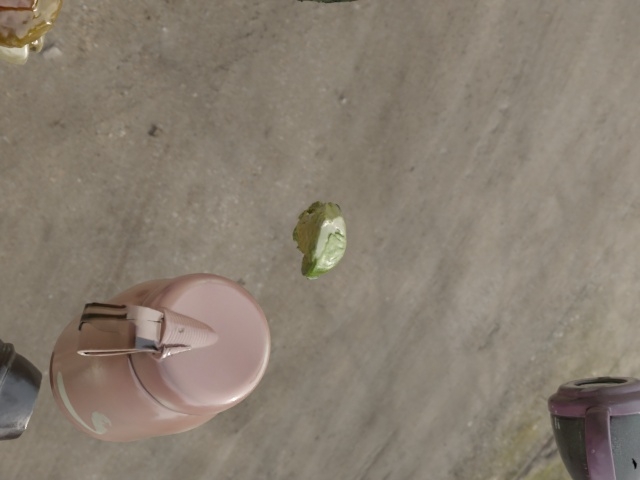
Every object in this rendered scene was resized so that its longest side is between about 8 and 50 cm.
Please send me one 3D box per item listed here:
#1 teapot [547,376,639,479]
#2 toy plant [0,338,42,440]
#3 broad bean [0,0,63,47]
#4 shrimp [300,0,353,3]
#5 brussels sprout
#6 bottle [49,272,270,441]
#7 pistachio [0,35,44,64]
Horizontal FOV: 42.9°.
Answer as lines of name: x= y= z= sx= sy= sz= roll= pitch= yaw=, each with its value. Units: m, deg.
teapot: x=0.309 y=0.221 z=0.852 sx=0.116 sy=0.148 sz=0.145 roll=-6 pitch=86 yaw=-6
toy plant: x=-0.590 y=0.231 z=1.347 sx=0.235 sy=0.218 sz=0.175 roll=26 pitch=104 yaw=-22
broad bean: x=-0.363 y=-0.320 z=0.870 sx=0.156 sy=0.122 sz=0.228 roll=-28 pitch=109 yaw=10
shrimp: x=0.106 y=-0.519 z=1.371 sx=0.085 sy=0.445 sz=0.271 roll=36 pitch=51 yaw=-58
brussels sprout: x=0.003 y=0.000 z=1.562 sx=0.101 sy=0.139 sz=0.181 roll=17 pitch=143 yaw=-19
bottle: x=-0.189 y=0.127 z=0.886 sx=0.207 sy=0.297 sz=0.173 roll=15 pitch=69 yaw=-30
pistachio: x=-0.474 y=-0.344 z=1.181 sx=0.124 sy=0.124 sz=0.184 roll=-35 pitch=121 yaw=-19
